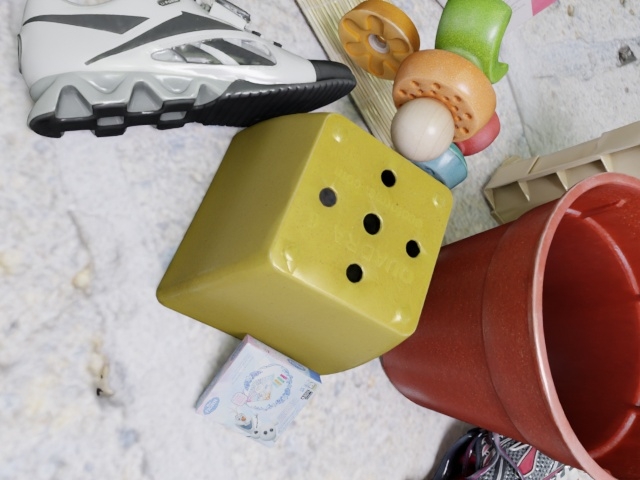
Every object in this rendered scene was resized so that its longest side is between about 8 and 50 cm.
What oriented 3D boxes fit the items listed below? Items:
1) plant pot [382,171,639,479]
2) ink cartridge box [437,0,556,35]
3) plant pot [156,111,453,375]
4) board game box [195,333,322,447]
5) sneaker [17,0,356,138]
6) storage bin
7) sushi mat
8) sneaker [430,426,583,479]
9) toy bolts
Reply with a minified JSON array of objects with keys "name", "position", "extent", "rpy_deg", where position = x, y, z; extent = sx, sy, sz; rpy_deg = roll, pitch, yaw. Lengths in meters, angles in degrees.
[{"name":"plant pot","position":[0.212,0.096,0.533],"extent":[0.272,0.265,0.273],"rpy_deg":[6,78,-27]},{"name":"ink cartridge box","position":[0.221,-0.438,0.666],"extent":[0.283,0.207,0.117],"rpy_deg":[41,64,-16]},{"name":"plant pot","position":[0.000,0.000,0.480],"extent":[0.212,0.187,0.212],"rpy_deg":[30,68,-21]},{"name":"board game box","position":[-0.061,0.151,0.491],"extent":[0.090,0.020,0.090],"rpy_deg":[34,100,-20]},{"name":"sneaker","position":[-0.112,-0.191,0.491],"extent":[0.330,0.122,0.146],"rpy_deg":[-9,87,-30]},{"name":"storage bin","position":[0.403,-0.034,0.662],"extent":[0.260,0.262,0.123],"rpy_deg":[45,66,-14]},{"name":"sushi mat","position":[0.066,-0.265,0.660],"extent":[0.151,0.019,0.317],"rpy_deg":[-35,98,-27]},{"name":"sneaker","position":[0.233,0.255,0.600],"extent":[0.299,0.121,0.112],"rpy_deg":[-39,98,-28]},{"name":"toy bolts","position":[0.097,-0.135,0.565],"extent":[0.159,0.218,0.228],"rpy_deg":[-57,148,-14]}]
